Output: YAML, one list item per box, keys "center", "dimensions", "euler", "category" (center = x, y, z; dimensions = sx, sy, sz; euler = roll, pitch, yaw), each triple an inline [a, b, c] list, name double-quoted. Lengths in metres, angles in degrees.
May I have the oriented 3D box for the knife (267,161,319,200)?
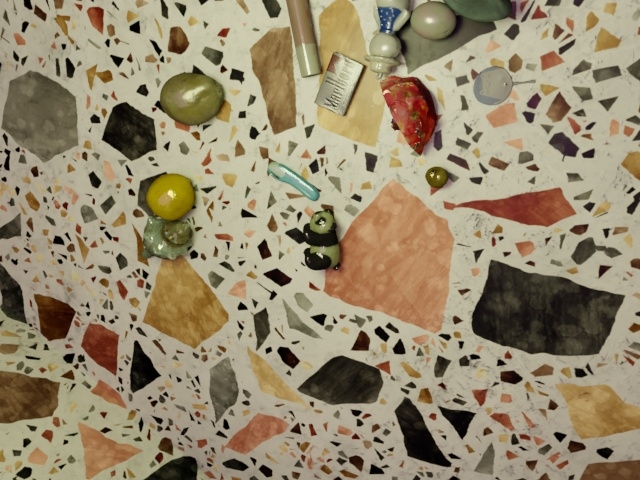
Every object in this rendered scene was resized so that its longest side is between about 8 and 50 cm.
- center: [-0.099, -0.219, 1.704]
  dimensions: [0.222, 0.031, 0.064]
  euler: [34, 112, 3]
  category: "knife"

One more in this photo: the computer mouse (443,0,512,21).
- center: [0.369, -0.733, 1.272]
  dimensions: [0.371, 0.188, 0.122]
  euler: [48, 129, -4]
  category: "computer mouse"

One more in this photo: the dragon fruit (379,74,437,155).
- center: [0.285, -0.399, 1.426]
  dimensions: [0.126, 0.161, 0.274]
  euler: [-24, 96, 28]
  category: "dragon fruit"

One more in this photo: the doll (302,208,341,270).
- center: [0.000, 0.001, 1.691]
  dimensions: [0.135, 0.143, 0.234]
  euler: [-7, 105, -2]
  category: "doll"

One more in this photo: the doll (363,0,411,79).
- center: [0.207, -0.641, 1.404]
  dimensions: [0.138, 0.119, 0.293]
  euler: [23, 111, 38]
  category: "doll"

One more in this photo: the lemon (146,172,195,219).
- center: [-0.583, -0.174, 1.820]
  dimensions: [0.203, 0.178, 0.178]
  euler: [-41, 91, 5]
  category: "lemon"

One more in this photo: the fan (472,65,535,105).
- center: [0.550, -0.468, 1.390]
  dimensions: [0.175, 0.005, 0.113]
  euler: [0, 108, 20]
  category: "fan"

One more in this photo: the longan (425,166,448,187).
- center: [0.377, -0.209, 1.502]
  dimensions: [0.075, 0.083, 0.075]
  euler: [-12, 65, 27]
  category: "longan"

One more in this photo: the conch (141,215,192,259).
- center: [-0.664, -0.004, 1.913]
  dimensions: [0.386, 0.169, 0.203]
  euler: [-20, 87, 24]
  category: "conch"

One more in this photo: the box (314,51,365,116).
- center: [0.062, -0.518, 1.537]
  dimensions: [0.115, 0.036, 0.178]
  euler: [29, 116, 9]
  category: "box"

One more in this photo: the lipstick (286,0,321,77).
- center: [-0.055, -0.670, 1.510]
  dimensions: [0.070, 0.070, 0.255]
  euler: [-6, 106, 22]
  category: "lipstick"

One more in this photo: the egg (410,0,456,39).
- center: [0.331, -0.645, 1.356]
  dimensions: [0.135, 0.103, 0.103]
  euler: [19, 113, 14]
  category: "egg"

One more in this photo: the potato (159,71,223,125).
- center: [-0.466, -0.513, 1.673]
  dimensions: [0.235, 0.160, 0.178]
  euler: [-19, 139, 11]
  category: "potato"
